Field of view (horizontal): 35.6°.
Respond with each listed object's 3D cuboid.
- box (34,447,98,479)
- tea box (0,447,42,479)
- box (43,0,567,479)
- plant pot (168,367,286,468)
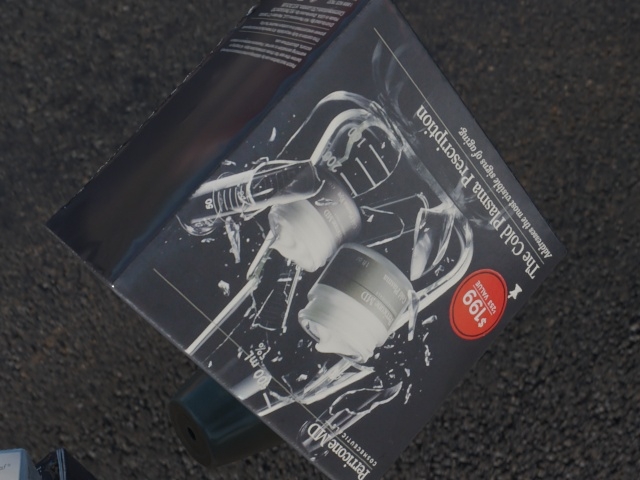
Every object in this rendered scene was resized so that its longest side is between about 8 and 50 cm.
[{"bbox_3d":[-0.336,0.658,1.517,0.297,0.480,0.472,-40,24,-3],"label":"box"},{"bbox_3d":[-0.391,0.356,0.864,0.329,0.323,0.220,-6,57,-6],"label":"tea box"},{"bbox_3d":[0.000,0.000,0.896,0.312,0.343,0.179,-49,34,-8],"label":"box"},{"bbox_3d":[-0.152,0.300,1.858,0.229,0.263,0.263,-29,58,-30],"label":"plant pot"}]
